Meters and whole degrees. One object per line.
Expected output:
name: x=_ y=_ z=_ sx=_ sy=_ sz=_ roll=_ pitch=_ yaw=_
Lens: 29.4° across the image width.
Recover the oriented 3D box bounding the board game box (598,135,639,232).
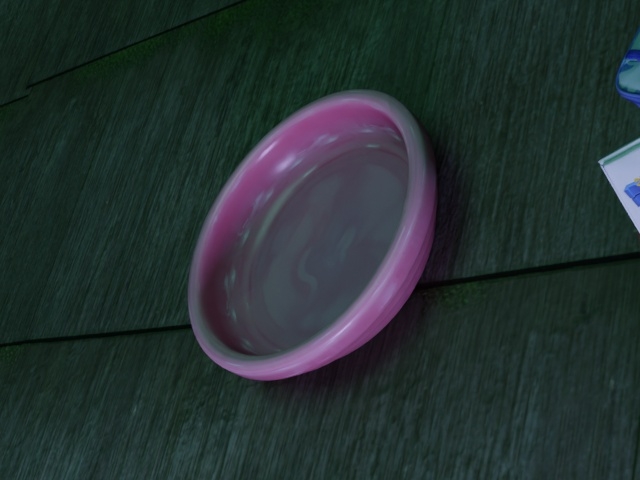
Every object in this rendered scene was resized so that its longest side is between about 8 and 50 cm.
board game box: x=0.330 y=0.035 z=0.737 sx=0.193 sy=0.305 sz=0.053 roll=-30 pitch=0 yaw=36

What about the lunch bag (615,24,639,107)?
lunch bag: x=0.361 y=-0.156 z=0.999 sx=0.219 sy=0.090 sz=0.176 roll=29 pitch=89 yaw=55

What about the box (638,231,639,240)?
box: x=0.361 y=0.002 z=0.845 sx=0.257 sy=0.123 sz=0.128 roll=-23 pitch=48 yaw=37

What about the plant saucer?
plant saucer: x=0.000 y=0.000 z=1.288 sx=0.332 sy=0.084 sz=0.332 roll=-28 pitch=46 yaw=33
